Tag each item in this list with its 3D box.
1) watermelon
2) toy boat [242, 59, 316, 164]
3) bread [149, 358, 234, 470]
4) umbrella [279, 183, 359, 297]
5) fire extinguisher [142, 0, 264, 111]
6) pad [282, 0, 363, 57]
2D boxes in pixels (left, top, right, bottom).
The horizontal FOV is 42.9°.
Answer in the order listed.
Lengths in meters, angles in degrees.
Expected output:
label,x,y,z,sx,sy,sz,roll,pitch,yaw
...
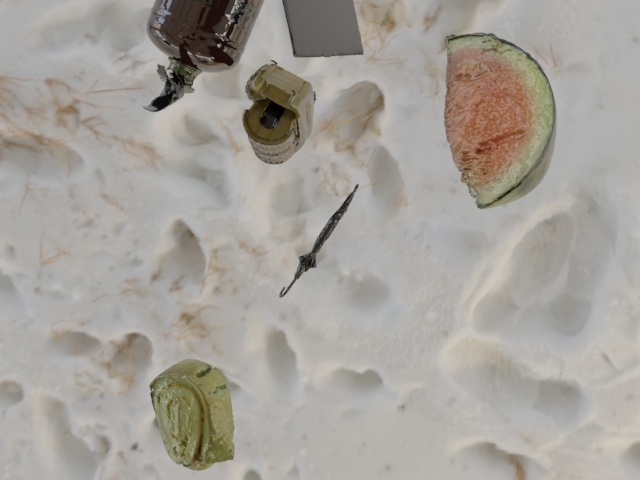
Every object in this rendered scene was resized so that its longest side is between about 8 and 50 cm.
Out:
label,x,y,z,sx,sy,sz,roll,pitch,yaw
watermelon,0.189,-0.131,0.862,0.119,0.245,0.063,-4,148,2
toy boat,-0.047,-0.132,0.914,0.068,0.226,0.088,27,84,2
bread,-0.174,0.242,1.125,0.117,0.064,0.156,3,104,39
umbrella,0.001,0.000,0.860,0.022,0.022,0.148,37,84,-16
fire extinguisher,-0.113,-0.299,0.904,0.114,0.135,0.337,24,98,5
pad,-0.022,-0.297,0.656,0.005,0.202,0.299,-9,100,20
